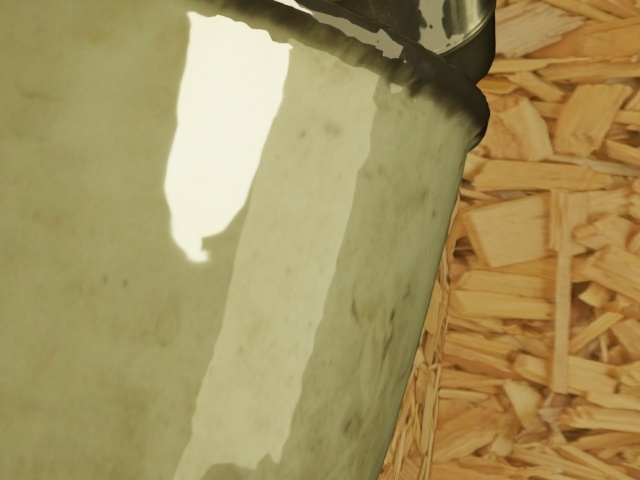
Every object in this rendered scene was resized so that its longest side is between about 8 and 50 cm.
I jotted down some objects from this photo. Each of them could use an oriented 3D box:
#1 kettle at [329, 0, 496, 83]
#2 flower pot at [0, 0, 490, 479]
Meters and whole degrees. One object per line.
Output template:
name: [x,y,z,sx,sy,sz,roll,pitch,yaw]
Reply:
kettle: [-0.017,-0.278,1.155,0.321,0.228,0.324,-116,-163,-58]
flower pot: [-0.120,0.072,0.613,0.293,0.293,0.330,45,59,-75]
